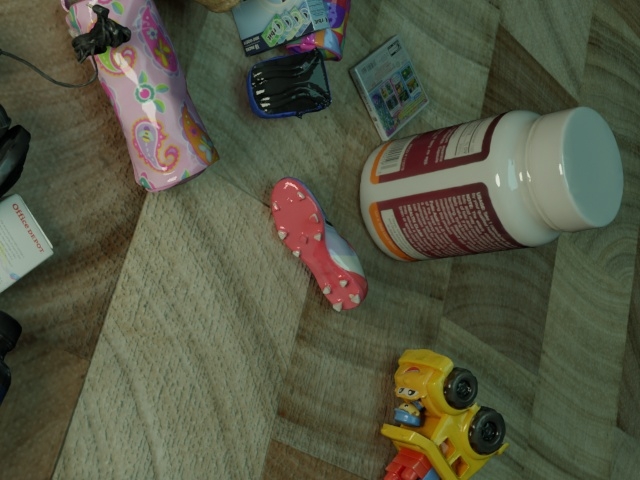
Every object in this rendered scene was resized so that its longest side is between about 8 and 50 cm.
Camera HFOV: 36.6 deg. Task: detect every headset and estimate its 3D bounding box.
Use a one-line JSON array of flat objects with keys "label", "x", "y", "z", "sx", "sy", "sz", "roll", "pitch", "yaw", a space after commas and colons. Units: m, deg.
[{"label": "headset", "x": -0.402, "y": -0.151, "z": 1.068, "sx": 0.394, "sy": 0.185, "sz": 0.243, "roll": -33, "pitch": 107, "yaw": -31}]

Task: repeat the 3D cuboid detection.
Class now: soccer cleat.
[{"label": "soccer cleat", "x": 0.000, "y": 0.000, "z": 1.539, "sx": 0.248, "sy": 0.083, "sz": 0.095, "roll": 58, "pitch": 24, "yaw": -18}]

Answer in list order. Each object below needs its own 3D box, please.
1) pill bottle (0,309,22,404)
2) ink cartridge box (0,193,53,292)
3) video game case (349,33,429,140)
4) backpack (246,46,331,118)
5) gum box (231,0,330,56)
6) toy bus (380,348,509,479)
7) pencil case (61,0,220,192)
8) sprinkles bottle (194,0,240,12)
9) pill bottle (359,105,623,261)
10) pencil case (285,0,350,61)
[{"label": "pill bottle", "x": -0.413, "y": 0.175, "z": 1.048, "sx": 0.123, "sy": 0.122, "sz": 0.219, "roll": 38, "pitch": 58, "yaw": -35}, {"label": "ink cartridge box", "x": -0.393, "y": 0.012, "z": 1.146, "sx": 0.122, "sy": 0.052, "sz": 0.089, "roll": -43, "pitch": 114, "yaw": -39}, {"label": "video game case", "x": 0.127, "y": -0.277, "z": 1.743, "sx": 0.157, "sy": 0.019, "sz": 0.143, "roll": -44, "pitch": 115, "yaw": -41}, {"label": "backpack", "x": -0.055, "y": -0.233, "z": 1.498, "sx": 0.120, "sy": 0.101, "sz": 0.098, "roll": -14, "pitch": 89, "yaw": -13}, {"label": "gum box", "x": -0.077, "y": -0.387, "z": 1.456, "sx": 0.041, "sy": 0.157, "sz": 0.184, "roll": -25, "pitch": 101, "yaw": -45}, {"label": "toy bus", "x": 0.177, "y": 0.323, "z": 1.627, "sx": 0.211, "sy": 0.149, "sz": 0.220, "roll": -42, "pitch": 112, "yaw": -23}, {"label": "pencil case", "x": -0.239, "y": -0.208, "z": 1.296, "sx": 0.124, "sy": 0.124, "sz": 0.284, "roll": -34, "pitch": 107, "yaw": -43}, {"label": "sprinkles bottle", "x": -0.250, "y": -0.413, "z": 1.264, "sx": 0.355, "sy": 0.121, "sz": 0.121, "roll": 15, "pitch": 73, "yaw": -44}, {"label": "pill bottle", "x": 0.276, "y": -0.091, "z": 1.597, "sx": 0.224, "sy": 0.392, "sz": 0.224, "roll": 8, "pitch": 78, "yaw": -44}, {"label": "pencil case", "x": 0.008, "y": -0.409, "z": 1.555, "sx": 0.104, "sy": 0.104, "sz": 0.236, "roll": 8, "pitch": 91, "yaw": -44}]
